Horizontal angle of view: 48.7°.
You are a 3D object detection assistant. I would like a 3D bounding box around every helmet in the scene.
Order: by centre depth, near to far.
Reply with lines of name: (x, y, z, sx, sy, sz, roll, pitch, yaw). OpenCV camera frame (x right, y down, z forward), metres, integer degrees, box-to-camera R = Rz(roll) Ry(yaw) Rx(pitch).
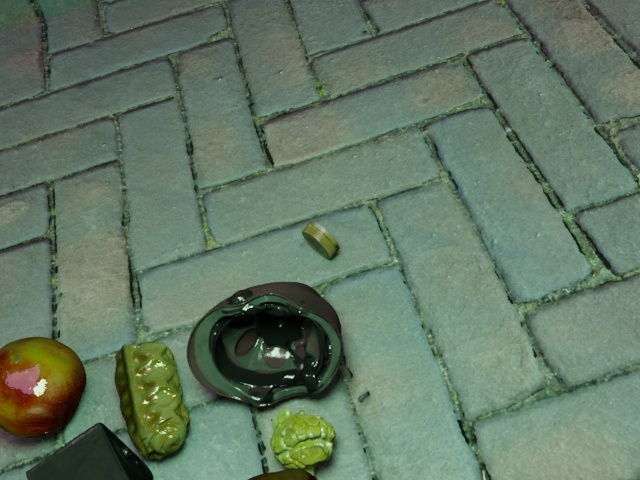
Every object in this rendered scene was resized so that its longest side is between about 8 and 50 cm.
helmet: (-0.111, 0.210, 1.586, 0.338, 0.271, 0.197, -9, 22, 11)

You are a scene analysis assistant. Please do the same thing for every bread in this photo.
bread: (-0.379, 0.361, 1.592, 0.152, 0.130, 0.267, -44, 49, 24)

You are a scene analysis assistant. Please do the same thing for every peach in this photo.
peach: (-0.655, 0.332, 1.612, 0.231, 0.231, 0.231, -5, 53, 7)

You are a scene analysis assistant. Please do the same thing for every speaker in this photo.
speaker: (-0.409, 0.532, 1.387, 0.184, 0.254, 0.232, -33, 54, -13)

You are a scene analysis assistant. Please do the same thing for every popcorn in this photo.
popcorn: (-0.038, 0.417, 1.478, 0.141, 0.135, 0.162, -20, 54, 5)

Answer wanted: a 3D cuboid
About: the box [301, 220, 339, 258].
box: (0.000, 0.000, 1.799, 0.105, 0.105, 0.037, 36, 74, 31)

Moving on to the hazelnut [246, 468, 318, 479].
hazelnut: (-0.085, 0.556, 1.351, 0.229, 0.229, 0.229, -5, 53, 7)
